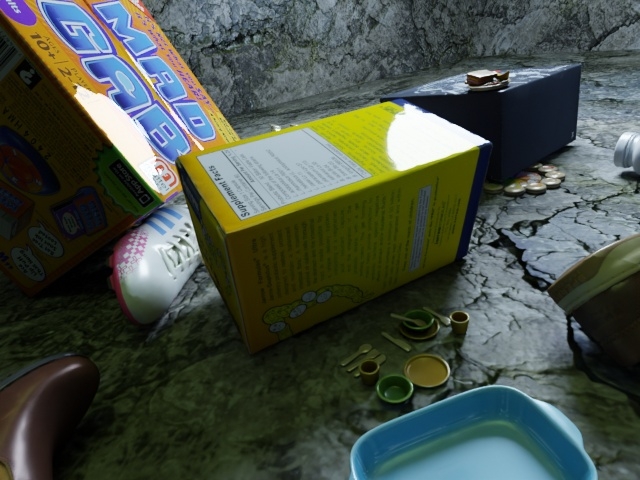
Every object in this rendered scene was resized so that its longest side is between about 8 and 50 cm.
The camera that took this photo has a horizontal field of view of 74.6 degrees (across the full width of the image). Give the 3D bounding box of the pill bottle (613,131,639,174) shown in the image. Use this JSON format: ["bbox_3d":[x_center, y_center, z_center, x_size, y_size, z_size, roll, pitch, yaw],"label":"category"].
[{"bbox_3d":[0.630,-0.153,0.753,0.087,0.087,0.160,-25,31,-28],"label":"pill bottle"}]

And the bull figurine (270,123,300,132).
[{"bbox_3d":[-0.076,-0.139,0.887,0.101,0.189,0.310,-3,28,-25],"label":"bull figurine"}]

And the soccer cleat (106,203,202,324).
[{"bbox_3d":[-0.241,0.008,0.691,0.143,0.116,0.331,-20,26,-3],"label":"soccer cleat"}]

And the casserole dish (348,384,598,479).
[{"bbox_3d":[0.112,0.181,0.325,0.188,0.037,0.114,-16,27,-11],"label":"casserole dish"}]

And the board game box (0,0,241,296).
[{"bbox_3d":[-0.435,-0.191,0.765,0.356,0.357,0.356,-28,19,22],"label":"board game box"}]

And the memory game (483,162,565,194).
[{"bbox_3d":[0.404,-0.133,0.873,0.186,0.012,0.186,-8,25,4],"label":"memory game"}]

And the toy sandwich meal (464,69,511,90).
[{"bbox_3d":[0.319,-0.308,0.800,0.085,0.029,0.086,-10,25,5],"label":"toy sandwich meal"}]

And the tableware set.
[{"bbox_3d":[0.104,0.118,0.467,0.154,0.024,0.104,-24,30,-28],"label":"tableware set"}]

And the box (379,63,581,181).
[{"bbox_3d":[0.375,-0.289,0.992,0.343,0.179,0.312,-27,29,-32],"label":"box"}]

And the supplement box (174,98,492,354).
[{"bbox_3d":[0.019,-0.039,0.579,0.356,0.195,0.194,-20,42,-21],"label":"supplement box"}]

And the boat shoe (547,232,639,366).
[{"bbox_3d":[0.412,0.041,0.442,0.341,0.123,0.123,-13,56,-19],"label":"boat shoe"}]

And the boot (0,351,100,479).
[{"bbox_3d":[-0.186,0.207,0.310,0.280,0.096,0.264,2,28,21],"label":"boot"}]
